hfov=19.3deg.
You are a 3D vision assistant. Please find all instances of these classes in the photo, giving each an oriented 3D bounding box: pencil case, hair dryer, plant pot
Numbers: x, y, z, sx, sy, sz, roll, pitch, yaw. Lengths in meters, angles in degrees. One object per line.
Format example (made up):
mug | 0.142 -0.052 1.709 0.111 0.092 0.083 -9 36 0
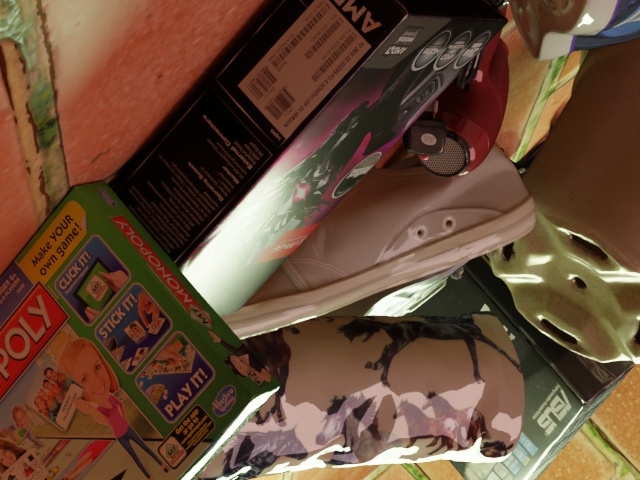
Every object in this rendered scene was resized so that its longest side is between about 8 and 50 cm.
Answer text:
pencil case | 0.022 0.169 1.946 0.410 0.160 0.183 -2 116 -26
hair dryer | 0.151 -0.161 1.706 0.223 0.080 0.293 -63 177 2
plant pot | 0.351 -0.044 2.046 0.305 0.334 0.334 -47 171 -29

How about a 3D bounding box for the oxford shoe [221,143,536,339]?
oxford shoe | 0.000 0.000 1.798 0.449 0.130 0.169 -22 -171 -22

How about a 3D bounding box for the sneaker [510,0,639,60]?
sneaker | 0.299 -0.260 1.656 0.236 0.130 0.323 -20 173 -4

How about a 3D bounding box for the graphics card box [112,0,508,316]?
graphics card box | -0.034 -0.077 1.503 0.371 0.094 0.233 -48 165 20

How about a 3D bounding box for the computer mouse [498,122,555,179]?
computer mouse | 0.247 -0.081 2.337 0.184 0.060 0.262 -42 167 3

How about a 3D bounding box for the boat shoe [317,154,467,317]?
boat shoe | 0.093 0.017 2.060 0.367 0.136 0.156 -47 165 31

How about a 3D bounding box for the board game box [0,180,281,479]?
board game box | -0.201 0.140 1.452 0.317 0.213 0.046 -49 165 25

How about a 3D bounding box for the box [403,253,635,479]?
box | 0.190 0.129 2.289 0.097 0.318 0.395 -36 166 -25
